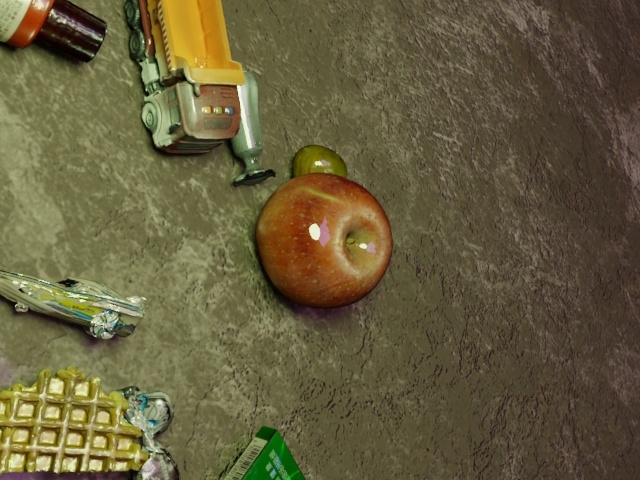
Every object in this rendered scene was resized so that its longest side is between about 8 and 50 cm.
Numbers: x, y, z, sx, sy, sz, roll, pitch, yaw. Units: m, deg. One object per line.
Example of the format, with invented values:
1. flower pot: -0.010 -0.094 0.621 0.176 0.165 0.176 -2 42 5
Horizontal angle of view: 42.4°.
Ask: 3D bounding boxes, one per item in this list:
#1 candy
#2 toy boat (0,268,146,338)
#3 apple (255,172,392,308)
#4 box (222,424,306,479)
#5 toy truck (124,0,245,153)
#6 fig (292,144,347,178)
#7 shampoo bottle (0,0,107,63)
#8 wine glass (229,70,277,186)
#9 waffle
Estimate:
1. candy: -0.213 0.293 1.027 0.094 0.051 0.226 -10 84 -30
2. toy boat: -0.311 0.068 0.986 0.210 0.084 0.066 23 78 -27
3. apple: 0.000 0.000 1.203 0.201 0.162 0.201 0 91 -42
4. box: -0.106 0.373 1.076 0.235 0.034 0.132 -50 132 -36
5. toy truck: -0.183 -0.260 1.126 0.114 0.135 0.270 -6 83 -41
6. fig: -0.009 -0.099 1.275 0.098 0.082 0.084 -63 154 -13
7. shampoo bottle: -0.390 -0.300 0.986 0.278 0.104 0.104 25 65 -33
8. wine glass: -0.113 -0.162 1.204 0.072 0.072 0.155 -10 85 -40
9. waffle: -0.306 0.231 0.947 0.192 0.046 0.160 -29 93 -30
